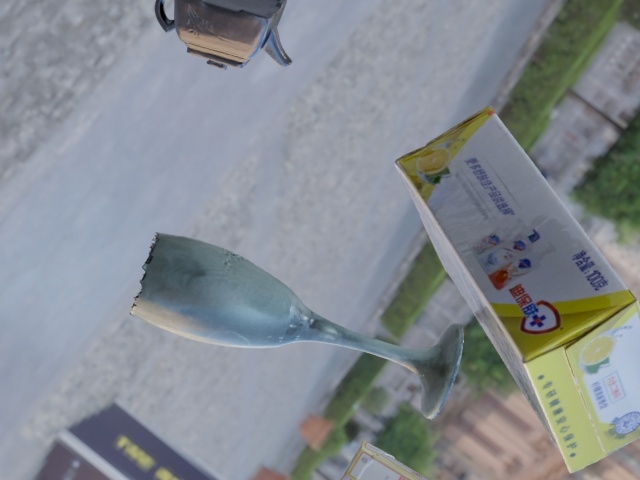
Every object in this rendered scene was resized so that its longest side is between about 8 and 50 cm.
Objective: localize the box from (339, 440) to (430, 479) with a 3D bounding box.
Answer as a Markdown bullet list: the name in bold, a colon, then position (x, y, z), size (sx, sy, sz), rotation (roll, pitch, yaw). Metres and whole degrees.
- **box**: position (0.044, 0.131, 0.637), size (0.046, 0.083, 0.012), rotation (-60, 175, 17)

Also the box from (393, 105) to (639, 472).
- **box**: position (0.172, 0.036, 1.151), size (0.097, 0.265, 0.168), rotation (-28, 133, 0)

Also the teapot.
- **teapot**: position (-0.115, -0.252, 1.673), size (0.087, 0.177, 0.096), rotation (-63, 169, -60)

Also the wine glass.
- **wine glass**: position (0.000, 0.000, 1.354), size (0.096, 0.310, 0.264), rotation (135, -27, -75)
